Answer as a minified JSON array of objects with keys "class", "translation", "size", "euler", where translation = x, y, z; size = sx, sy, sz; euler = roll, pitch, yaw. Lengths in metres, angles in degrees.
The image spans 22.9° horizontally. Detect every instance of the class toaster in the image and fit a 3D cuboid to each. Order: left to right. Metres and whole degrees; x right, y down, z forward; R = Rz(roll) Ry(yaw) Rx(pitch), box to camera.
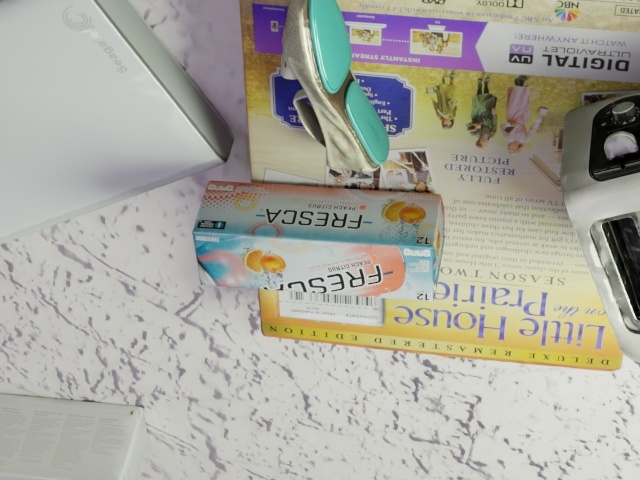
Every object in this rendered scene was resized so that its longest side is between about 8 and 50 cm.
[{"class":"toaster","translation":[0.263,-0.014,1.069],"size":[0.168,0.110,0.185],"euler":[-13,118,23]}]

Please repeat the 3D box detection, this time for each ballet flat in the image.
[{"class":"ballet flat","translation":[-0.001,-0.109,1.093],"size":[0.052,0.057,0.168],"euler":[0,134,27]}]

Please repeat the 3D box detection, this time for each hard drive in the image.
[{"class":"hard drive","translation":[-0.251,-0.095,1.261],"size":[0.307,0.040,0.203],"euler":[-18,128,28]}]

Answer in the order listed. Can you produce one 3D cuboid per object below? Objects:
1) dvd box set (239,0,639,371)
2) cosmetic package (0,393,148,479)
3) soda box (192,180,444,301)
[{"class":"dvd box set","translation":[0.099,-0.072,1.188],"size":[0.308,0.062,0.420],"euler":[5,135,8]},{"class":"cosmetic package","translation":[-0.294,0.204,1.528],"size":[0.239,0.099,0.060],"euler":[5,138,9]},{"class":"soda box","translation":[0.000,0.000,1.191],"size":[0.183,0.063,0.058],"euler":[4,134,10]}]
